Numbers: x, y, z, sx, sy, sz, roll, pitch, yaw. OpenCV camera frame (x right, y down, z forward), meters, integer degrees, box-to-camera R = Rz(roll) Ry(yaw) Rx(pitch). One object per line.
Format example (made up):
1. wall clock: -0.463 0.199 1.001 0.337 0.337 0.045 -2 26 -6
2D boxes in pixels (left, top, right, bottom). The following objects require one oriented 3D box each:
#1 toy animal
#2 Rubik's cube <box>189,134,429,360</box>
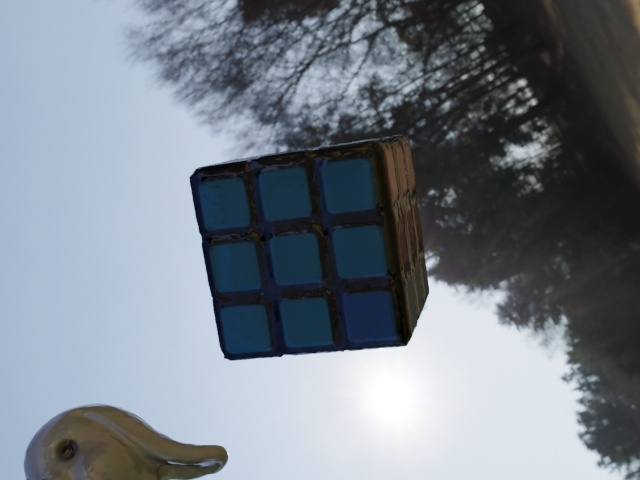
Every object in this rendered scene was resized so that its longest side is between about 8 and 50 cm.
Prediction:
1. toy animal: -0.227 0.329 0.970 0.174 0.249 0.289 -80 -32 -80
2. Rubik's cube: 0.000 0.000 0.669 0.163 0.162 0.160 -37 -61 -74
